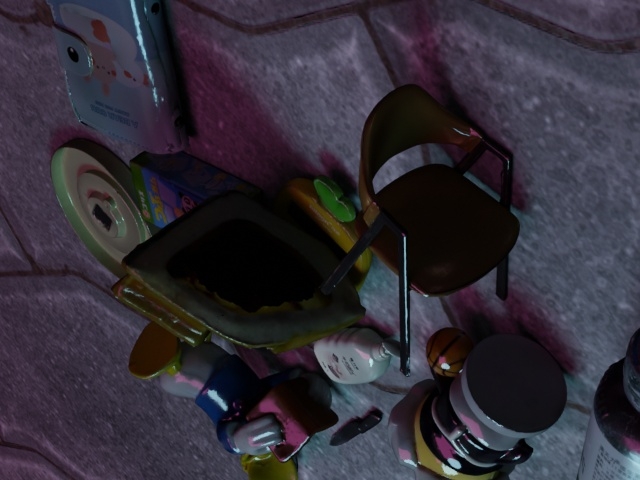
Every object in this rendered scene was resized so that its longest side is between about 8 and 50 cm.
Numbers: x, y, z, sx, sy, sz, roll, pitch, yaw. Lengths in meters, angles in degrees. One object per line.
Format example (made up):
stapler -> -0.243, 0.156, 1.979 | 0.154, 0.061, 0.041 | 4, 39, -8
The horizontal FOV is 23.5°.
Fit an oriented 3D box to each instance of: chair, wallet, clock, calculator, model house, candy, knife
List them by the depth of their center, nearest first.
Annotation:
chair -> 0.106, -0.018, 1.562 | 0.172, 0.159, 0.247 | 43, 149, 19
model house -> -0.112, 0.067, 1.835 | 0.268, 0.173, 0.239 | 36, 154, -9
calculator -> 0.000, 0.000, 1.839 | 0.146, 0.032, 0.235 | 44, 149, 13
wallet -> -0.250, -0.234, 1.898 | 0.176, 0.075, 0.250 | 21, 138, 32
candy -> -0.155, -0.047, 1.966 | 0.194, 0.062, 0.097 | 26, 140, 36
knife -> 0.044, 0.253, 2.055 | 0.023, 0.010, 0.170 | 50, 150, 3
clock -> -0.304, -0.038, 2.200 | 0.235, 0.029, 0.235 | 33, 143, 29

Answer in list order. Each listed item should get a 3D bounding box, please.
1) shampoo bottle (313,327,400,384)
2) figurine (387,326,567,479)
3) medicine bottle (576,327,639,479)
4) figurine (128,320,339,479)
shampoo bottle -> 0.056, 0.140, 1.893 | 0.152, 0.045, 0.077 | -12, 111, 55
figurine -> 0.163, 0.198, 1.730 | 0.176, 0.133, 0.236 | 53, 147, 16
medicine bottle -> 0.330, 0.205, 1.508 | 0.141, 0.141, 0.293 | 34, 144, 28
figurine -> -0.082, 0.222, 2.091 | 0.283, 0.204, 0.338 | 15, 145, 36
